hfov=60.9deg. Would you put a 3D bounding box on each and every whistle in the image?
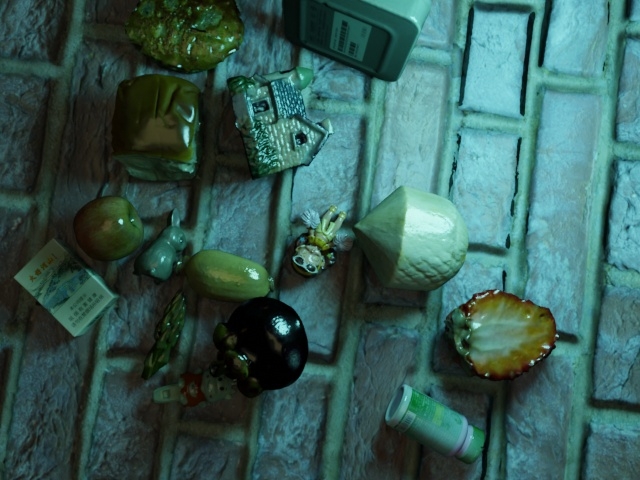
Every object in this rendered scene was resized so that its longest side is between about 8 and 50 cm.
[{"bbox_3d":[-0.367,0.435,1.605,0.253,0.106,0.102,-9,46,-1],"label":"whistle"}]

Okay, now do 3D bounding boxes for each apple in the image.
[{"bbox_3d":[-0.618,-0.033,1.585,0.174,0.188,0.188,-25,87,2],"label":"apple"}]

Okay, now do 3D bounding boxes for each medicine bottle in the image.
[{"bbox_3d":[0.337,0.544,1.595,0.274,0.133,0.133,29,86,1],"label":"medicine bottle"}]

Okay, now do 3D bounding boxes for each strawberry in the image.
[{"bbox_3d":[0.530,0.280,1.622,0.336,0.149,0.265,-5,80,-12],"label":"strawberry"}]

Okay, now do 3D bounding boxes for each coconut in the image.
[{"bbox_3d":[0.249,-0.009,1.563,0.329,0.329,0.329,0,86,-1],"label":"coconut"}]

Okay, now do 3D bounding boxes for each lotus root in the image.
[{"bbox_3d":[-0.285,0.108,1.610,0.303,0.131,0.146,13,85,0],"label":"lotus root"}]

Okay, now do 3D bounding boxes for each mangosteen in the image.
[{"bbox_3d":[-0.177,0.299,1.538,0.287,0.233,0.287,-3,112,-8],"label":"mangosteen"}]

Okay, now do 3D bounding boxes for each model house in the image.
[{"bbox_3d":[-0.109,-0.353,1.597,0.284,0.243,0.298,-15,98,-7],"label":"model house"}]

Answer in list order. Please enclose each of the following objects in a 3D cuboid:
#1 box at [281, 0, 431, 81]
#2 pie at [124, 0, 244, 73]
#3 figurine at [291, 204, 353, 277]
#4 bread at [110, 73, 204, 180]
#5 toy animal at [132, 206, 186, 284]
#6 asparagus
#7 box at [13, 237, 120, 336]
[{"bbox_3d":[0.082,-0.617,1.537,0.396,0.396,0.111,22,82,1],"label":"box"},{"bbox_3d":[-0.411,-0.661,1.675,0.354,0.103,0.288,8,86,-5],"label":"pie"},{"bbox_3d":[-0.001,0.002,1.633,0.174,0.116,0.240,32,80,-1],"label":"figurine"},{"bbox_3d":[-0.470,-0.329,1.589,0.250,0.225,0.279,3,82,-2],"label":"bread"},{"bbox_3d":[-0.456,0.020,1.624,0.108,0.138,0.236,38,69,-18],"label":"toy animal"},{"bbox_3d":[-0.457,0.282,1.624,0.080,0.080,0.287,19,94,0],"label":"asparagus"},{"bbox_3d":[-0.755,0.139,1.628,0.256,0.069,0.164,44,86,1],"label":"box"}]
